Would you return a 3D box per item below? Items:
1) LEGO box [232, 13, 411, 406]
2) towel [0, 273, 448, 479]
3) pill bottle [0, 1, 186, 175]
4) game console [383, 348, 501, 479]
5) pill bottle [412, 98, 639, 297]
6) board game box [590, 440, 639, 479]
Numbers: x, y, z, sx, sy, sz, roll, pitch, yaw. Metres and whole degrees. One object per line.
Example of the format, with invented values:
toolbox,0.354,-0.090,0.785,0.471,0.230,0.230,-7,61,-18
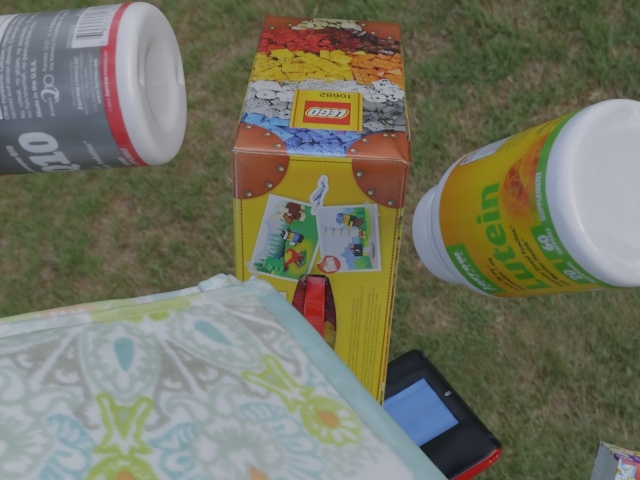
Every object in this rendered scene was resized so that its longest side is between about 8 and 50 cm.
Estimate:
LEGO box,0.000,0.000,1.174,0.193,0.500,0.372,3,37,1
towel,-0.073,0.172,0.494,0.374,0.320,0.090,46,128,33
pill bottle,-0.294,-0.148,0.871,0.283,0.161,0.161,-3,62,10
game console,0.106,0.368,1.552,0.342,0.060,0.386,-35,24,-2
pill bottle,0.178,-0.022,0.712,0.136,0.136,0.245,-65,17,-16
board game box,0.653,0.486,1.583,0.275,0.144,0.142,14,91,3
